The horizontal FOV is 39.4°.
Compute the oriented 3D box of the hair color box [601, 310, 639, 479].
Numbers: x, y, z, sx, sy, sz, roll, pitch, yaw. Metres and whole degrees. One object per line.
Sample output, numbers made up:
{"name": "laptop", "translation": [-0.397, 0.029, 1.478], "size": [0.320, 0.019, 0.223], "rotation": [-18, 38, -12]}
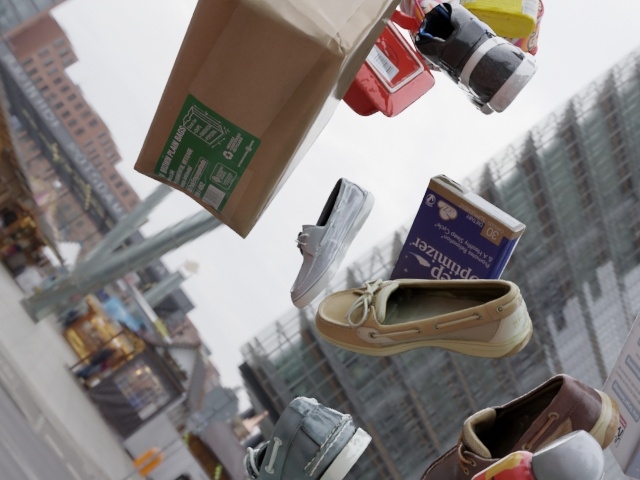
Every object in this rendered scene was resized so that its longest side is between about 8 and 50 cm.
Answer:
{"name": "hair color box", "translation": [0.542, 0.158, 1.310], "size": [0.114, 0.374, 0.185], "rotation": [20, 14, -4]}

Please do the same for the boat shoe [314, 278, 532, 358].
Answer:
{"name": "boat shoe", "translation": [0.062, 0.045, 0.597], "size": [0.153, 0.056, 0.048], "rotation": [3, -45, 31]}

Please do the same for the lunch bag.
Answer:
{"name": "lunch bag", "translation": [0.250, -0.432, 1.644], "size": [0.120, 0.258, 0.293], "rotation": [86, -5, -47]}

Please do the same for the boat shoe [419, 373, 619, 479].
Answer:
{"name": "boat shoe", "translation": [0.244, 0.281, 1.250], "size": [0.123, 0.123, 0.342], "rotation": [35, -47, -20]}

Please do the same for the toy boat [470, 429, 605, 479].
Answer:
{"name": "toy boat", "translation": [0.189, 0.316, 0.790], "size": [0.267, 0.318, 0.148], "rotation": [36, -49, -22]}

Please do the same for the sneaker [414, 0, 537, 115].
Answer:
{"name": "sneaker", "translation": [0.158, -0.197, 0.931], "size": [0.121, 0.079, 0.217], "rotation": [40, 10, -1]}

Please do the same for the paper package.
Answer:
{"name": "paper package", "translation": [-0.045, -0.219, 1.047], "size": [0.168, 0.309, 0.325], "rotation": [34, -43, -2]}

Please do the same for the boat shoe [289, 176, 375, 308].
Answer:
{"name": "boat shoe", "translation": [0.001, -0.001, 1.423], "size": [0.081, 0.227, 0.079], "rotation": [36, -19, -14]}

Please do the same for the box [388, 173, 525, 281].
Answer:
{"name": "box", "translation": [0.170, 0.040, 1.206], "size": [0.136, 0.036, 0.225], "rotation": [35, -54, 25]}

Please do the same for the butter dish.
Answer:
{"name": "butter dish", "translation": [0.068, -0.253, 1.365], "size": [0.160, 0.160, 0.118], "rotation": [52, -43, -3]}

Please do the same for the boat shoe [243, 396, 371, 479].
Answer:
{"name": "boat shoe", "translation": [-0.034, 0.260, 1.060], "size": [0.099, 0.116, 0.319], "rotation": [39, -29, 4]}

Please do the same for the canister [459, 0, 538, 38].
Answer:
{"name": "canister", "translation": [0.277, -0.402, 1.367], "size": [0.126, 0.169, 0.073], "rotation": [10, -17, 2]}
